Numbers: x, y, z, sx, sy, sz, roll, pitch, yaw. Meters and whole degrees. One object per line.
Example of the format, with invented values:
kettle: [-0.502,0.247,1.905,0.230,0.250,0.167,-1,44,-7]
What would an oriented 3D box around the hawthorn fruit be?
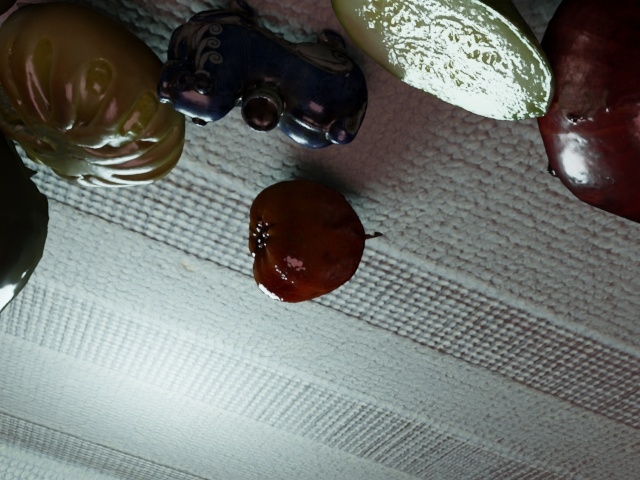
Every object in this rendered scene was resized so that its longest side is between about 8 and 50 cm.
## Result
hawthorn fruit: [0.000,0.000,1.195,0.243,0.208,0.207,0,145,-27]

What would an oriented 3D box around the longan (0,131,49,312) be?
longan: [-0.635,-0.054,1.112,0.435,0.404,0.404,32,140,12]

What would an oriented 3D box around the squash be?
squash: [0.128,-0.235,0.809,0.189,0.261,0.189,-14,149,-9]

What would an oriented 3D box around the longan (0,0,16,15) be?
longan: [-0.469,-0.368,0.905,0.187,0.167,0.168,15,140,17]

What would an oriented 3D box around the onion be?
onion: [0.405,-0.168,0.806,0.341,0.341,0.341,7,138,6]

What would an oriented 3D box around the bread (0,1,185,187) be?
bread: [-0.347,-0.187,1.029,0.332,0.160,0.333,21,149,13]

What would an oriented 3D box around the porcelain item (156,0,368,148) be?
porcelain item: [-0.073,-0.213,0.962,0.287,0.186,0.138,21,134,-9]
